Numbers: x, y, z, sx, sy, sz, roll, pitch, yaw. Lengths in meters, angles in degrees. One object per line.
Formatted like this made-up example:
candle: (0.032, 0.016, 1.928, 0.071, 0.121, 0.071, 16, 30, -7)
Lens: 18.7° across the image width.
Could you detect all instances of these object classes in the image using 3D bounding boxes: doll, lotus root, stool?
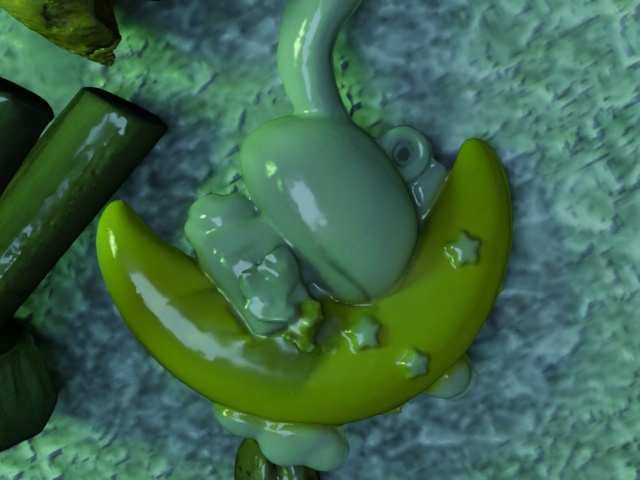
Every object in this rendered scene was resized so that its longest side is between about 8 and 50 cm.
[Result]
doll: (0.000, 0.000, 1.144, 0.237, 0.111, 0.252, -40, 96, 0)
lotus root: (-0.025, 0.163, 1.208, 0.054, 0.049, 0.099, -7, 100, -5)
stool: (-0.278, -0.032, 1.124, 0.310, 0.310, 0.226, 28, 95, 8)

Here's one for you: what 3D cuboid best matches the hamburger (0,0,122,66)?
hamburger: (-0.157, -0.224, 1.097, 0.163, 0.244, 0.244, -45, 86, 2)
